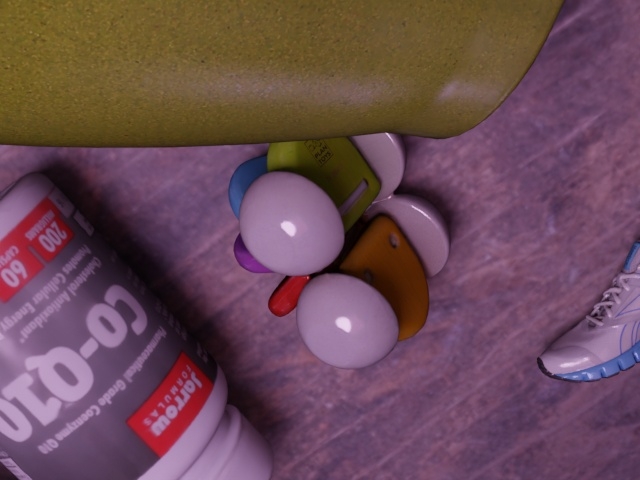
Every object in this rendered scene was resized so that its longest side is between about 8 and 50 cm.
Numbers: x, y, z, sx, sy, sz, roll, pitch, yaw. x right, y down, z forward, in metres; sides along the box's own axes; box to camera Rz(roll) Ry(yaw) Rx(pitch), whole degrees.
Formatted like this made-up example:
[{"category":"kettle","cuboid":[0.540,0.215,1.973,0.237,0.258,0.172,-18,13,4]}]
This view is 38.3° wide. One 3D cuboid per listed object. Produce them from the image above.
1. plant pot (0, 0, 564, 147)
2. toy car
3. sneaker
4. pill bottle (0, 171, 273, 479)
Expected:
[{"category":"plant pot","cuboid":[-0.059,-0.203,0.511,0.353,0.366,0.366,8,108,-20]},{"category":"toy car","cuboid":[0.000,0.000,0.680,0.136,0.159,0.182,-14,114,40]},{"category":"sneaker","cuboid":[0.254,0.046,0.746,0.191,0.071,0.083,-28,102,-3]},{"category":"pill bottle","cuboid":[-0.171,0.104,0.677,0.161,0.161,0.283,-37,107,8]}]
